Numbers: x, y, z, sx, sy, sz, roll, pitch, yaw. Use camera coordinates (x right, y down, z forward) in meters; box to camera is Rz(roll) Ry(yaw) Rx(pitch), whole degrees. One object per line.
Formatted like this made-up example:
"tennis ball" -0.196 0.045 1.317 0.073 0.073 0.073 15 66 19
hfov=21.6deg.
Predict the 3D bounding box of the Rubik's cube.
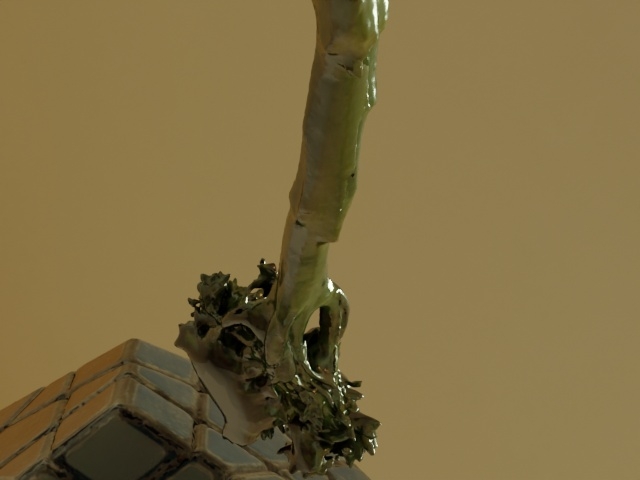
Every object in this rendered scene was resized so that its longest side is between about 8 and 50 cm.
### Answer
"Rubik's cube" -0.104 0.219 0.980 0.319 0.319 0.264 34 -79 17

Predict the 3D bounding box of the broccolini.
"broccolini" -0.001 -0.006 0.510 0.254 0.071 0.058 104 -19 -53
